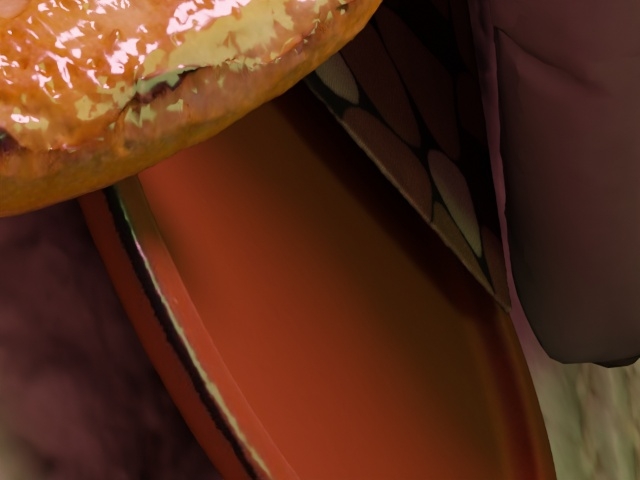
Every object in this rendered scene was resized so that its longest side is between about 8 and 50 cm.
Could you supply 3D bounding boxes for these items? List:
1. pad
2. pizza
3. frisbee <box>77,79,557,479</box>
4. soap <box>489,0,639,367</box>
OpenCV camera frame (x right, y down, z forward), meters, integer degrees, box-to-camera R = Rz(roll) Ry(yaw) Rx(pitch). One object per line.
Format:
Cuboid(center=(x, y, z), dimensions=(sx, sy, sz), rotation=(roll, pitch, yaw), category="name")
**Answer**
Cuboid(center=(0.015, -0.105, 0.612), dimensions=(0.158, 0.003, 0.235), rotation=(47, 29, -39), category="pad")
Cuboid(center=(-0.069, -0.048, 0.364), dimensions=(0.160, 0.036, 0.099), rotation=(-18, 62, -25), category="pizza")
Cuboid(center=(0.000, 0.000, 0.492), dimensions=(0.251, 0.021, 0.251), rotation=(53, 20, -29), category="frisbee")
Cuboid(center=(0.142, -0.209, 0.570), dimensions=(0.435, 0.212, 0.350), rotation=(78, 8, -52), category="soap")
